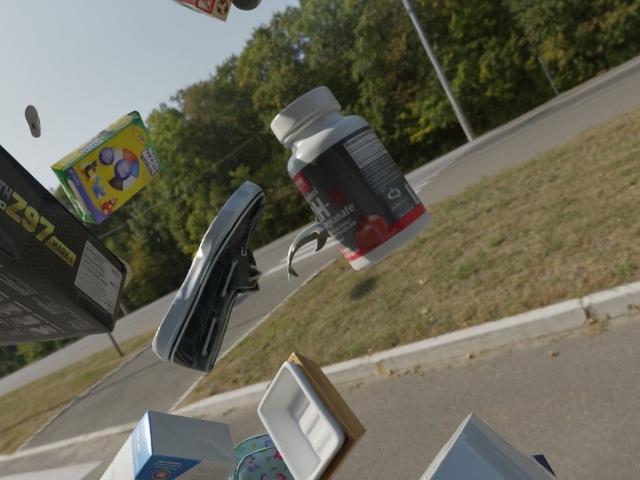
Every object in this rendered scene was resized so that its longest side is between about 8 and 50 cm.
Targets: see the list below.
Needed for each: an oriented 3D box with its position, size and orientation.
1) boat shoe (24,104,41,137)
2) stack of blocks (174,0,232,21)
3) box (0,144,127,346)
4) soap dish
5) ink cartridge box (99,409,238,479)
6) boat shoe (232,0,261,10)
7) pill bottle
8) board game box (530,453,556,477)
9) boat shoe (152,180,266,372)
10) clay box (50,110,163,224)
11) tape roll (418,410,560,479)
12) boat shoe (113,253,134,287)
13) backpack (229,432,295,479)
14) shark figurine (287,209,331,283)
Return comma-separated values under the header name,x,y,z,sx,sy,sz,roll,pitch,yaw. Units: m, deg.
name,x,y,z,sx,sy,sz,roll,pitch,yaw
boat shoe,-0.856,-0.359,1.498,0.035,0.100,0.035,-9,35,-16
stack of blocks,-0.336,-0.558,1.043,0.171,0.297,0.087,0,-64,-54
box,-0.254,-0.008,0.284,0.183,0.059,0.233,-9,-36,9
soap dish,-0.027,0.475,1.318,0.118,0.291,0.229,5,-59,-44
ink cartridge box,-0.238,0.359,0.714,0.231,0.134,0.078,-53,36,14
boat shoe,-0.150,-0.653,1.037,0.118,0.321,0.103,10,29,27
pill bottle,0.050,-0.118,0.937,0.176,0.319,0.176,-35,1,1
board game box,0.339,0.452,0.797,0.048,0.170,0.141,2,36,-14
boat shoe,-0.158,0.064,0.864,0.121,0.119,0.335,104,-170,-80
clay box,-0.399,-0.150,0.986,0.053,0.127,0.222,14,48,27
tape roll,0.173,0.352,0.577,0.246,0.169,0.246,-42,-25,-25
boat shoe,-0.691,0.056,1.466,0.104,0.285,0.089,-48,18,47
backpack,-0.169,0.724,1.528,0.225,0.254,0.191,-11,-39,-15
shark figurine,-0.028,0.000,1.626,0.278,0.166,0.116,-36,12,-10
